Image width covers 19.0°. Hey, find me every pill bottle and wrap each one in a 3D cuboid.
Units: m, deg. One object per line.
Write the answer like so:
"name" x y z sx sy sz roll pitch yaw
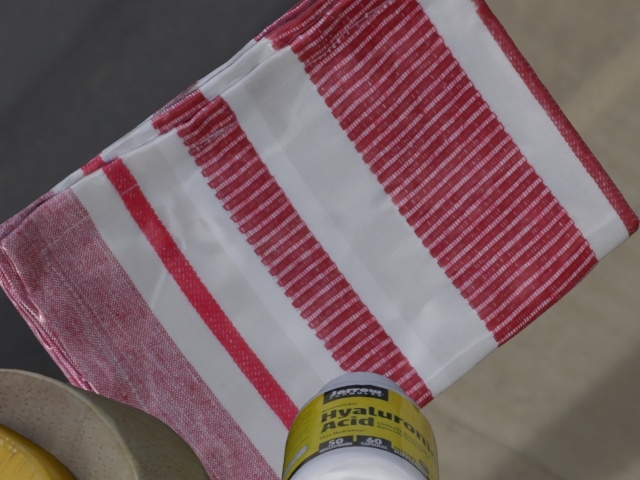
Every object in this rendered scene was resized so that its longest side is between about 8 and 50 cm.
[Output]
"pill bottle" 0.016 0.095 0.779 0.065 0.065 0.116 -52 9 13

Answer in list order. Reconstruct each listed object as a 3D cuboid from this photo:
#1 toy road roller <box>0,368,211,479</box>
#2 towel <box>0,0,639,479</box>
"toy road roller" -0.217 0.170 0.745 0.241 0.202 0.329 32 86 14
"towel" 0.000 0.000 1.110 0.329 0.237 0.037 -37 10 -7
